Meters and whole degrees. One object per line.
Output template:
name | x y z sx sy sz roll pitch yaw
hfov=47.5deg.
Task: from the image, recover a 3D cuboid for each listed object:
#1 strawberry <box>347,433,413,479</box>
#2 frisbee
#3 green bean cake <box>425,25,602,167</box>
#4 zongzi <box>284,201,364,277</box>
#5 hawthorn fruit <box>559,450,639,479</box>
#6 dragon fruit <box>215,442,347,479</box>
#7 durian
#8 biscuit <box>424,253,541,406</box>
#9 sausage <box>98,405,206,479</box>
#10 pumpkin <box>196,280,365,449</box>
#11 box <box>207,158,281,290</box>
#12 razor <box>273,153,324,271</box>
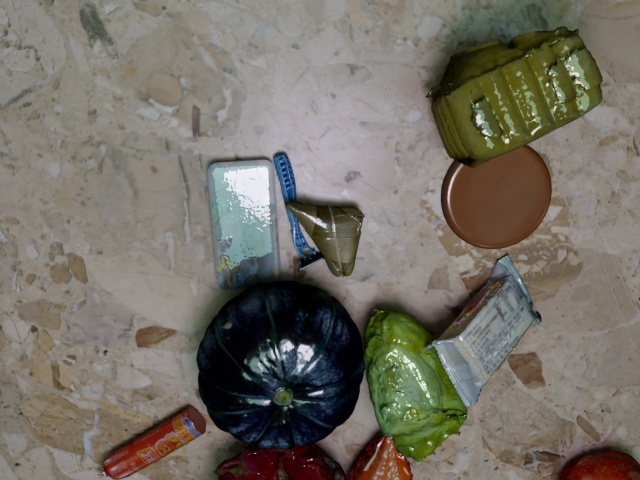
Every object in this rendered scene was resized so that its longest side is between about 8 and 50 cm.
strawberry | 0.130 0.555 1.734 0.174 0.098 0.228 -10 103 -2
frisbee | 0.389 -0.100 1.602 0.250 0.021 0.251 -1 106 -5
green bean cake | 0.355 -0.293 1.402 0.284 0.310 0.202 -26 98 0
zongzi | 0.000 0.000 1.562 0.176 0.078 0.160 2 104 -19
hawthorn fruit | 0.656 0.607 1.739 0.253 0.205 0.205 -8 107 8
dragon fruit | -0.089 0.588 1.617 0.329 0.329 0.330 -1 106 -4
durian | 0.200 0.312 1.594 0.204 0.256 0.340 -15 76 12
biscuit | 0.371 0.197 1.594 0.309 0.079 0.186 -44 107 -31
sausage | -0.398 0.480 1.689 0.274 0.074 0.074 -30 106 6
pumpkin | -0.079 0.264 1.550 0.363 0.266 0.364 -2 107 -8
box | -0.163 -0.032 1.572 0.142 0.044 0.285 -5 107 -7
razor | -0.057 -0.063 1.570 0.082 0.042 0.253 -28 111 -40
